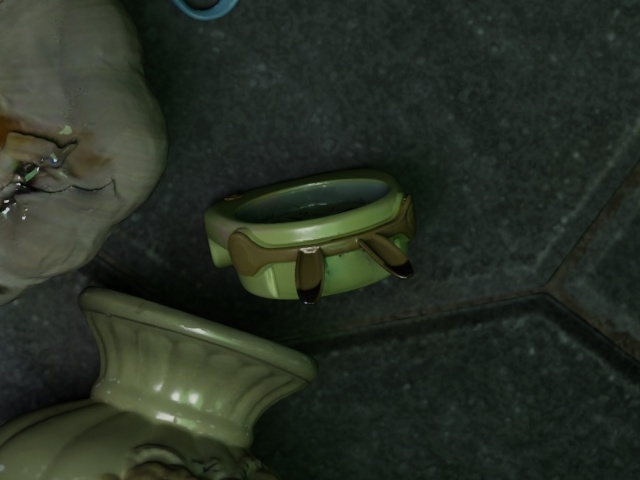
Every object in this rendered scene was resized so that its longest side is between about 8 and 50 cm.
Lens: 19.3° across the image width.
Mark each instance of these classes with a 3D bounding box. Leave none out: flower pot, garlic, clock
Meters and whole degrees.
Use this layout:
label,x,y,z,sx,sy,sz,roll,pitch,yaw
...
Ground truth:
label,x,y,z,sx,sy,sz,roll,pitch,yaw
flower pot,-0.134,0.182,1.568,0.307,0.307,0.244,18,83,-17
garlic,-0.275,-0.101,1.489,0.322,0.241,0.322,-2,66,4
clock,0.000,0.000,1.581,0.170,0.232,0.069,-12,105,-10

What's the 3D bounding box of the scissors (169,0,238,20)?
label,x,y,z,sx,sy,sz,roll,pitch,yaw
scissors,-0.150,-0.287,1.558,0.256,0.030,0.125,30,93,-34
